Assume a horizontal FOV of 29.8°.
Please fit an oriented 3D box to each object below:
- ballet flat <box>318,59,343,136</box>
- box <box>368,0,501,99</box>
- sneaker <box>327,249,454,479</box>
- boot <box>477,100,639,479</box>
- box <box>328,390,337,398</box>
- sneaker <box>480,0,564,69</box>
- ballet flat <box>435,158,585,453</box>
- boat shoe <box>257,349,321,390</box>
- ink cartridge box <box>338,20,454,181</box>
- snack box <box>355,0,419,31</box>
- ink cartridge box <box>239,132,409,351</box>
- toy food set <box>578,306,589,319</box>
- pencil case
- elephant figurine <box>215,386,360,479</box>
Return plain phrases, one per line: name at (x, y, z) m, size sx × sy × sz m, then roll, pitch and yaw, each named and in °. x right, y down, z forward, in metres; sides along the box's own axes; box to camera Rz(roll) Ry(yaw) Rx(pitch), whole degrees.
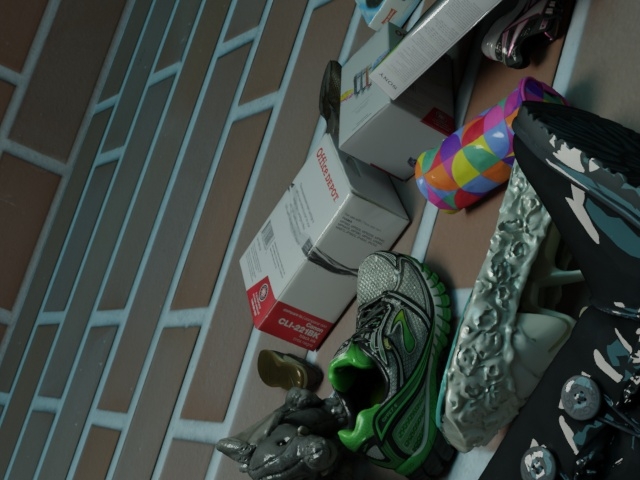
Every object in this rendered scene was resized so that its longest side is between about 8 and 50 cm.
ballet flat at (0.036, -0.234, 2.073) m, size 0.250 × 0.058 × 0.084 m, roll -98°, pitch 19°, yaw -56°
box at (0.220, -0.349, 1.665) m, size 0.322 × 0.058 × 0.232 m, roll -39°, pitch 9°, yaw 42°
sneaker at (0.086, 0.137, 1.550) m, size 0.134 × 0.146 × 0.344 m, roll -47°, pitch 31°, yaw 34°
boot at (0.232, 0.132, 1.146) m, size 0.367 × 0.146 × 0.445 m, roll 50°, pitch 128°, yaw 50°
box at (0.048, 0.228, 1.677) m, size 0.137 × 0.027 × 0.094 m, roll -55°, pitch 29°, yaw 20°
sneaker at (0.302, -0.305, 1.628) m, size 0.077 × 0.072 × 0.178 m, roll 46°, pitch 110°, yaw 38°
ballet flat at (0.245, 0.048, 1.358) m, size 0.147 × 0.147 × 0.409 m, roll -4°, pitch 66°, yaw 61°
boat shoe at (-0.050, 0.203, 1.860) m, size 0.152 × 0.049 × 0.056 m, roll 20°, pitch 104°, yaw 60°
ink cartridge box at (0.114, -0.209, 1.809) m, size 0.127 × 0.128 × 0.176 m, roll -40°, pitch 35°, yaw 42°
snack box at (0.122, -0.506, 2.120) m, size 0.187 × 0.060 × 0.322 m, roll -54°, pitch 28°, yaw 22°
ink cartridge box at (0.000, 0.000, 1.861) m, size 0.273 × 0.114 × 0.197 m, roll -55°, pitch 27°, yaw 22°
toy food set at (0.342, 0.123, 1.157) m, size 0.217 × 0.071 × 0.128 m, roll -2°, pitch 82°, yaw 55°
pencil case at (0.221, -0.124, 1.573) m, size 0.236 × 0.104 × 0.104 m, roll -32°, pitch 41°, yaw 46°
elephant figurine at (-0.049, 0.281, 1.544) m, size 0.239 × 0.169 × 0.186 m, roll -16°, pitch -52°, yaw -69°
